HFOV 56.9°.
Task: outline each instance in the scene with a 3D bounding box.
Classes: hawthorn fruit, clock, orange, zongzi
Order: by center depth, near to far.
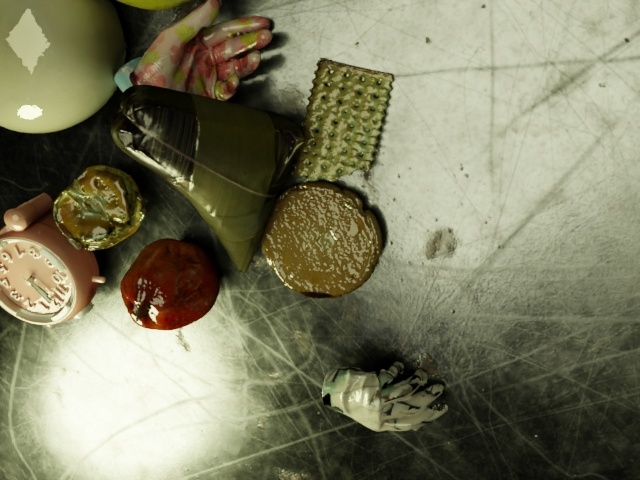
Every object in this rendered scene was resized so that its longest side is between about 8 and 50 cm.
[{"bbox_3d":[-0.204,-0.077,0.958,0.289,0.154,0.317,6,116,-28],"label":"zongzi"},{"bbox_3d":[-0.276,0.078,1.086,0.173,0.179,0.173,-5,81,33],"label":"hawthorn fruit"},{"bbox_3d":[-0.413,-0.063,1.124,0.170,0.112,0.160,4,96,-7],"label":"orange"},{"bbox_3d":[-0.554,0.057,1.198,0.227,0.142,0.241,-36,101,24],"label":"clock"}]

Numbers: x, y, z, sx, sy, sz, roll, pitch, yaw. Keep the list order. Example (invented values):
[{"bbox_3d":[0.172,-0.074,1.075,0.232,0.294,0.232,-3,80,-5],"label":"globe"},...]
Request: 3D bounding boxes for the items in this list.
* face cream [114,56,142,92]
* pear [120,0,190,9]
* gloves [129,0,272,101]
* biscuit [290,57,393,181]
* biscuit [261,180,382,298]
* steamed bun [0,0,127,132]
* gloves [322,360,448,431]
[{"bbox_3d":[-0.269,-0.213,1.053,0.075,0.075,0.229,-36,93,23],"label":"face cream"},{"bbox_3d":[-0.257,-0.487,0.873,0.283,0.283,0.284,5,107,17],"label":"pear"},{"bbox_3d":[-0.191,-0.299,0.980,0.241,0.126,0.145,-34,97,-13],"label":"gloves"},{"bbox_3d":[0.036,-0.190,0.979,0.144,0.016,0.203,15,101,14],"label":"biscuit"},{"bbox_3d":[0.000,0.000,1.042,0.226,0.042,0.226,5,105,19],"label":"biscuit"},{"bbox_3d":[-0.515,-0.344,1.026,0.324,0.206,0.324,5,106,16],"label":"steamed bun"},{"bbox_3d":[0.117,0.287,1.054,0.212,0.111,0.128,7,103,24],"label":"gloves"}]
